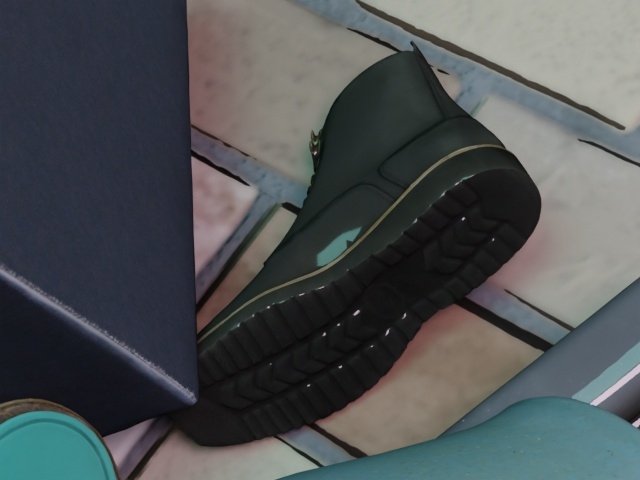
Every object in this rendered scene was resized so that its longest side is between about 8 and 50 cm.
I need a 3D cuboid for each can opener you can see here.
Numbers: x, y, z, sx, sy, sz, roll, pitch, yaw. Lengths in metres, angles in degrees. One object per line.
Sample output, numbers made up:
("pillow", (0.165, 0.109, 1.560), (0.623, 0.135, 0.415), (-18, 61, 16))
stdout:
("can opener", (0.044, 0.103, 0.841), (0.283, 0.076, 0.095), (-38, 53, -3))

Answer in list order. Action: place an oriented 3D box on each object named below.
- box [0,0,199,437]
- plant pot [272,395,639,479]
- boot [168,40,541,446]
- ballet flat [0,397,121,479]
("box", (-0.277, -0.031, 0.941), (0.395, 0.212, 0.294), (-20, 54, 25))
("plant pot", (0.028, 0.190, 0.674), (0.255, 0.272, 0.271), (-32, 50, -23))
("boot", (0.000, 0.000, 0.939), (0.198, 0.077, 0.137), (-33, 38, 5))
("ballet flat", (-0.153, 0.240, 0.816), (0.116, 0.124, 0.342), (10, 70, -20))
